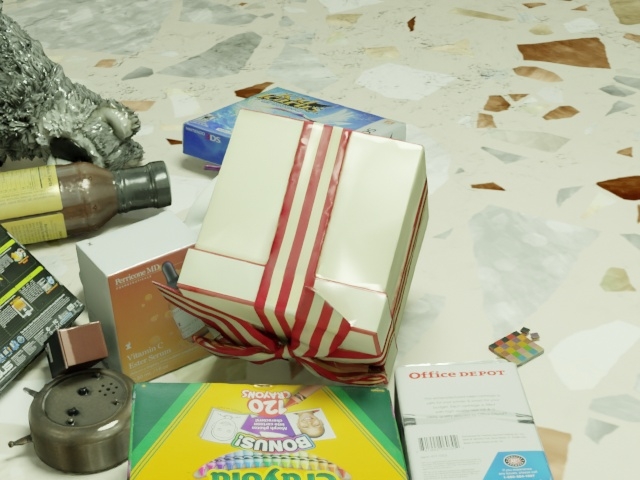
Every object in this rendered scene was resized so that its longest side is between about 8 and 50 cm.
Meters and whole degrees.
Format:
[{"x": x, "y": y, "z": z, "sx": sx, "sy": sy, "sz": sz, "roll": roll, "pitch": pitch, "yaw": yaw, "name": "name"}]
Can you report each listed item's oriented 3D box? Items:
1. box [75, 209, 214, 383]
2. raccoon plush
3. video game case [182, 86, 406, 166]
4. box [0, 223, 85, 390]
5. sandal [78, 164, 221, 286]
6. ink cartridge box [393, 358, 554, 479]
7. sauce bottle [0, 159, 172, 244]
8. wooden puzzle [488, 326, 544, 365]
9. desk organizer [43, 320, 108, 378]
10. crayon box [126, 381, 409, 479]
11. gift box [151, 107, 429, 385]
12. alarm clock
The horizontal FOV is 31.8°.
[{"x": -0.210, "y": 0.071, "z": 1.362, "sx": 0.130, "sy": 0.171, "sz": 0.091, "roll": -22, "pitch": 38, "yaw": -26, "name": "box"}, {"x": -0.429, "y": -0.288, "z": 1.757, "sx": 0.299, "sy": 0.447, "sz": 0.216, "roll": -3, "pitch": 0, "yaw": -3, "name": "raccoon plush"}, {"x": -0.040, "y": -0.164, "z": 1.791, "sx": 0.269, "sy": 0.061, "sz": 0.244, "roll": 20, "pitch": 30, "yaw": 31, "name": "video game case"}, {"x": -0.415, "y": 0.079, "z": 1.384, "sx": 0.184, "sy": 0.045, "sz": 0.191, "roll": 43, "pitch": 41, "yaw": -3, "name": "box"}, {"x": -0.138, "y": -0.052, "z": 1.510, "sx": 0.416, "sy": 0.102, "sz": 0.169, "roll": -27, "pitch": 6, "yaw": -15, "name": "sandal"}, {"x": 0.156, "y": 0.219, "z": 1.194, "sx": 0.139, "sy": 0.082, "sz": 0.191, "roll": -3, "pitch": 31, "yaw": -2, "name": "ink cartridge box"}, {"x": -0.390, "y": -0.053, "z": 1.628, "sx": 0.344, "sy": 0.111, "sz": 0.111, "roll": -9, "pitch": 33, "yaw": -13, "name": "sauce bottle"}, {"x": 0.243, "y": 0.134, "z": 1.390, "sx": 0.083, "sy": 0.006, "sz": 0.049, "roll": -23, "pitch": 38, "yaw": -29, "name": "wooden puzzle"}, {"x": -0.290, "y": 0.129, "z": 1.326, "sx": 0.050, "sy": 0.047, "sz": 0.130, "roll": -13, "pitch": -7, "yaw": -23, "name": "desk organizer"}, {"x": -0.058, "y": 0.231, "z": 1.158, "sx": 0.278, "sy": 0.081, "sz": 0.165, "roll": 2, "pitch": 33, "yaw": -8, "name": "crayon box"}, {"x": -0.023, "y": 0.018, "z": 1.275, "sx": 0.255, "sy": 0.276, "sz": 0.258, "roll": 11, "pitch": 72, "yaw": 16, "name": "gift box"}, {"x": -0.244, "y": 0.201, "z": 1.269, "sx": 0.192, "sy": 0.064, "sz": 0.129, "roll": 7, "pitch": 34, "yaw": 8, "name": "alarm clock"}]
